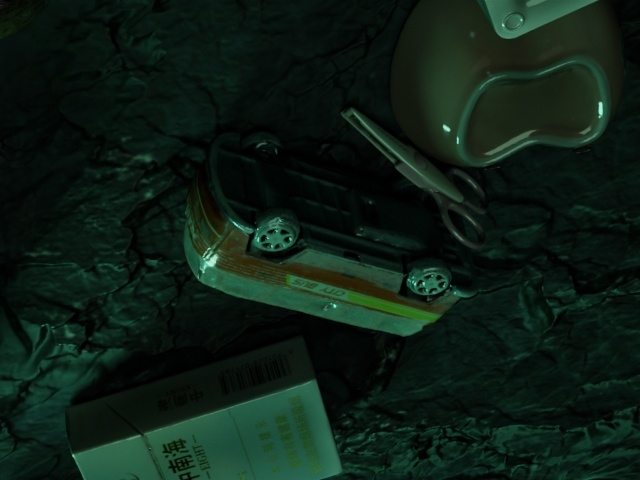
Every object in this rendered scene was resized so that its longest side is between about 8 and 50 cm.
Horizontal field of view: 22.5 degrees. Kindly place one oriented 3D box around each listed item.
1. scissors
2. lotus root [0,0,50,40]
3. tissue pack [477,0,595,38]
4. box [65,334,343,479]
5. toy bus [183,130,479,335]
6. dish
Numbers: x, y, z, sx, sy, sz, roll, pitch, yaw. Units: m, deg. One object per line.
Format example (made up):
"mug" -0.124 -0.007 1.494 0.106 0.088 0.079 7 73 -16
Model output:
"scissors" 0.085 -0.063 1.402 0.176 0.085 0.022 38 130 -24
"lotus root" -0.263 -0.178 1.148 0.179 0.089 0.080 -21 179 -15
"tissue pack" 0.146 -0.294 1.152 0.159 0.136 0.246 -23 135 4
"box" -0.111 0.196 1.567 0.242 0.067 0.155 -18 133 -2
"toy bus" 0.000 0.000 1.394 0.265 0.121 0.120 15 135 -29
"dish" 0.167 -0.128 1.342 0.213 0.090 0.213 -9 133 -10
